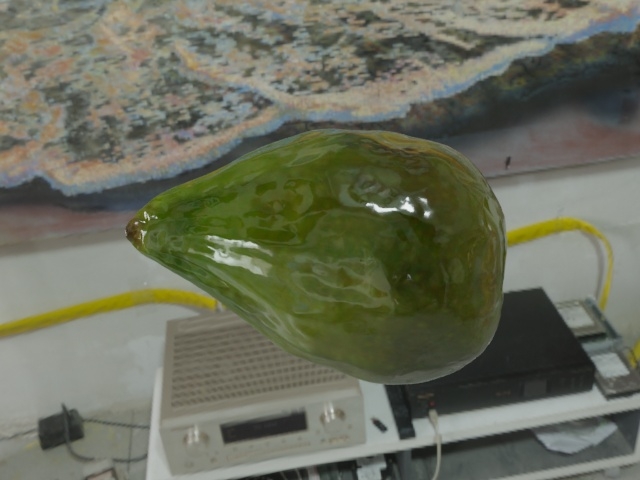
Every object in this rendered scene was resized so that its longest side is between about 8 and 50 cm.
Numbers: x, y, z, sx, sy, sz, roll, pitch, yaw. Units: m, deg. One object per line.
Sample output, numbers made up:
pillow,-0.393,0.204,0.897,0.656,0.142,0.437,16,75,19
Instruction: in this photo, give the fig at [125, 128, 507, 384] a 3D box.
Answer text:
fig,0.012,0.003,0.490,0.234,0.167,0.167,14,36,18
